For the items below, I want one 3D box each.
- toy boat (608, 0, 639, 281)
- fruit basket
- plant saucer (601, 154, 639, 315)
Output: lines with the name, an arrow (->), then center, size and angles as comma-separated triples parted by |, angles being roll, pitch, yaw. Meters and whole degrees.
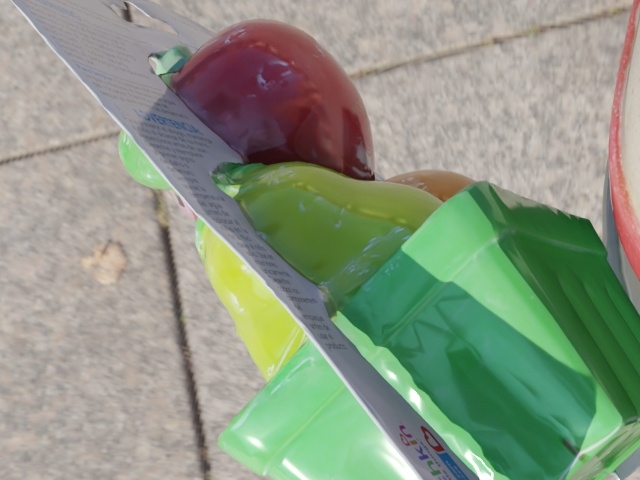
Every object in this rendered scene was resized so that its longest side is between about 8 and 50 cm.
toy boat -> 0.184, -0.046, 0.481 | 0.151, 0.151, 0.231 | 11, 58, 15
fruit basket -> 0.000, 0.000, 0.653 | 0.353, 0.327, 0.165 | 42, 102, 19
plant saucer -> 0.340, -0.012, 0.697 | 0.400, 0.100, 0.400 | 0, 89, 22
